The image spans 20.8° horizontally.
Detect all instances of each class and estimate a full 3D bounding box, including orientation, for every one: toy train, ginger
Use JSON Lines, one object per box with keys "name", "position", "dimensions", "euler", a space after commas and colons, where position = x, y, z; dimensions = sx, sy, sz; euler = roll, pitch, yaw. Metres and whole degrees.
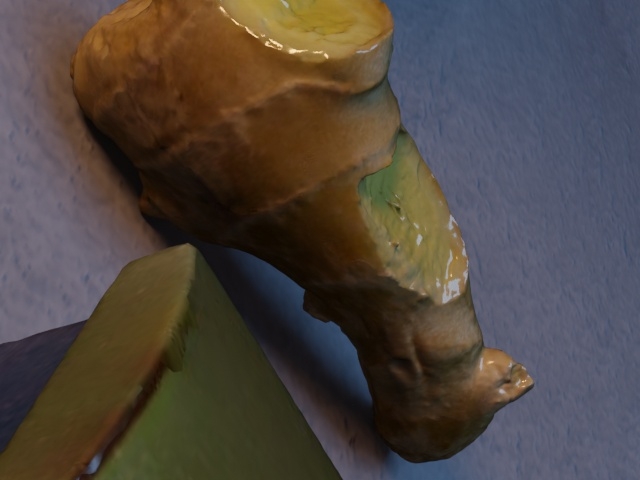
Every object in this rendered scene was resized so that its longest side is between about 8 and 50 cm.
{"name": "toy train", "position": [-0.056, 0.156, 0.450], "dimensions": [0.300, 0.202, 0.131], "euler": [59, 34, -23]}
{"name": "ginger", "position": [0.000, 0.000, 0.723], "dimensions": [0.086, 0.131, 0.294], "euler": [-87, 156, -49]}
